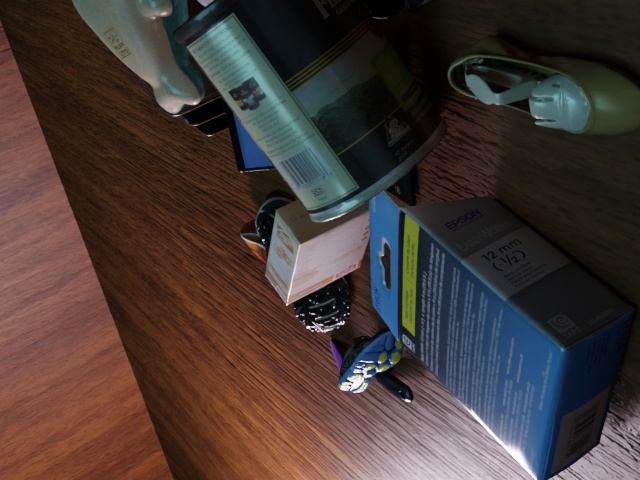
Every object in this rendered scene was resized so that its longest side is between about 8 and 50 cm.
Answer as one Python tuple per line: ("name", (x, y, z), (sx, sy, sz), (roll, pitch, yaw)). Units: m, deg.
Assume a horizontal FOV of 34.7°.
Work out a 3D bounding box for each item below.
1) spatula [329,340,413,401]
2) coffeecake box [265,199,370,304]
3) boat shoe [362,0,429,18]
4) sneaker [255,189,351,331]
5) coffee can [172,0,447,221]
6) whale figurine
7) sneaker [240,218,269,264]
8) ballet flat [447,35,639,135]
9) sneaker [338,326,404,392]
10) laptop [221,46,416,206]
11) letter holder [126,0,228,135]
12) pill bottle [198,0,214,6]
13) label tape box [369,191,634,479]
("spatula", (0.082, 0.231, 1.757), (0.296, 0.030, 0.084), (9, 121, 63))
("coffeecake box", (0.000, 0.000, 1.531), (0.068, 0.142, 0.185), (53, 155, 22))
("boat shoe", (0.078, -0.282, 1.188), (0.142, 0.040, 0.049), (5, 120, 63))
("sneaker", (-0.022, 0.032, 1.703), (0.108, 0.100, 0.271), (-94, -18, -65))
("coffee can", (-0.010, -0.189, 1.197), (0.275, 0.201, 0.201), (53, 159, -14))
("whale figurine", (-0.230, -0.312, 1.400), (0.272, 0.141, 0.216), (59, 152, -12))
("sneaker", (-0.080, 0.022, 1.851), (0.175, 0.064, 0.067), (45, 172, 46))
("ballet flat", (0.215, -0.143, 1.011), (0.232, 0.073, 0.080), (31, 142, 51))
("sneaker", (0.076, 0.182, 1.659), (0.188, 0.067, 0.078), (127, 148, -53))
("laptop", (-0.010, -0.166, 1.379), (0.264, 0.136, 0.234), (37, 147, 45))
("letter holder", (-0.234, -0.314, 1.587), (0.302, 0.214, 0.152), (58, 157, 11))
("pill bottle", (-0.101, -0.411, 1.281), (0.152, 0.152, 0.272), (55, 157, 17))
("label tape box", (0.200, 0.086, 1.250), (0.347, 0.115, 0.249), (46, 152, 39))
